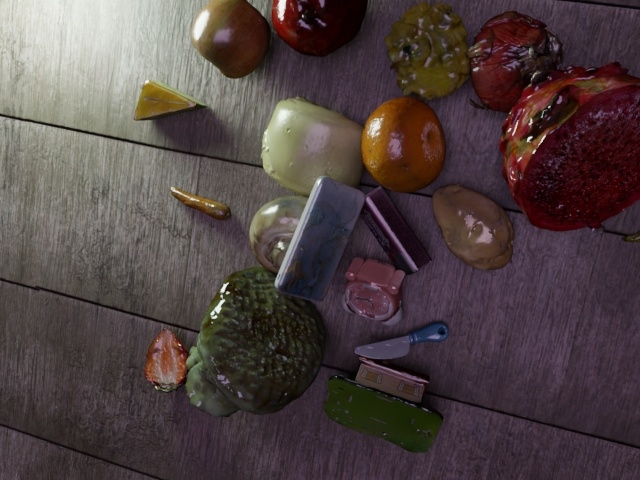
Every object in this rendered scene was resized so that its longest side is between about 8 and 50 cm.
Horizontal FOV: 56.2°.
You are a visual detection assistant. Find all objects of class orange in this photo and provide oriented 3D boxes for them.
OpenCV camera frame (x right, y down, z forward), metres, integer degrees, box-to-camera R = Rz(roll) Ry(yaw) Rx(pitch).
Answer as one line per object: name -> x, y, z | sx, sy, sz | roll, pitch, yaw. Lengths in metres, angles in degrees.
orange -> 0.192, -0.222, 1.401 | 0.170, 0.224, 0.224 | 1, 100, 42

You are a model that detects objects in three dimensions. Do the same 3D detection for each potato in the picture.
potato -> 0.367, -0.036, 1.426 | 0.161, 0.128, 0.235 | -23, 87, 12

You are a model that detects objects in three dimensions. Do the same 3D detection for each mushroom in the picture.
mushroom -> -0.057, -0.001, 1.498 | 0.254, 0.184, 0.255 | -5, 129, -6

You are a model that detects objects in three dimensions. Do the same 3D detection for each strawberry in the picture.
strawberry -> -0.434, 0.342, 1.714 | 0.146, 0.082, 0.187 | -2, 92, 9

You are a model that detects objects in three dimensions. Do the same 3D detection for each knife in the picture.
knife -> 0.209, 0.263, 1.522 | 0.244, 0.032, 0.058 | -17, 82, -4

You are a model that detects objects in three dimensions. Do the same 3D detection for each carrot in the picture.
carrot -> -0.332, -0.102, 1.640 | 0.191, 0.047, 0.047 | 21, 103, 16

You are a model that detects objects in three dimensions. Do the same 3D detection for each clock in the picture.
clock -> 0.137, 0.133, 1.520 | 0.166, 0.093, 0.162 | 17, 131, 16

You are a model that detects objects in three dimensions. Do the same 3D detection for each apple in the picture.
apple -> -0.215, -0.503, 1.472 | 0.188, 0.188, 0.174 | 44, 101, 4

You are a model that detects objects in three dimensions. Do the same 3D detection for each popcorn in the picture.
popcorn -> 0.245, -0.430, 1.374 | 0.189, 0.169, 0.218 | -18, 88, 15

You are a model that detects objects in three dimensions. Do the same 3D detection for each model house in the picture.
model house -> 0.172, 0.400, 1.557 | 0.294, 0.154, 0.207 | 17, 135, 12

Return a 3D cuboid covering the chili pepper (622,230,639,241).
chili pepper -> 0.798, -0.042, 1.360 | 0.208, 0.043, 0.049 | -38, 101, 17

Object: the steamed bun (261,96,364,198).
steamed bun -> -0.016, -0.216, 1.475 | 0.273, 0.166, 0.232 | 27, 102, 9

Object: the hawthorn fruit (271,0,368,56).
hawthorn fruit -> -0.015, -0.529, 1.370 | 0.230, 0.266, 0.210 | -38, 99, 30

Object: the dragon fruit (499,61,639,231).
dragon fruit -> 0.548, -0.215, 1.269 | 0.386, 0.249, 0.371 | -16, 136, -4

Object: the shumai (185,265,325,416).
shumai -> -0.198, 0.289, 1.535 | 0.324, 0.397, 0.323 | 38, 130, -13

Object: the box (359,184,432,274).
box -> 0.176, -0.021, 1.481 | 0.069, 0.120, 0.224 | -33, 87, -13

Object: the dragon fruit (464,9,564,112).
dragon fruit -> 0.444, -0.387, 1.291 | 0.223, 0.148, 0.218 | -12, 104, -26

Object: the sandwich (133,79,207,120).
sandwich -> -0.400, -0.344, 1.600 | 0.163, 0.079, 0.113 | 25, 106, 8

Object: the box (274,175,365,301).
box -> 0.000, 0.000, 1.395 | 0.044, 0.142, 0.285 | 28, 98, 52
